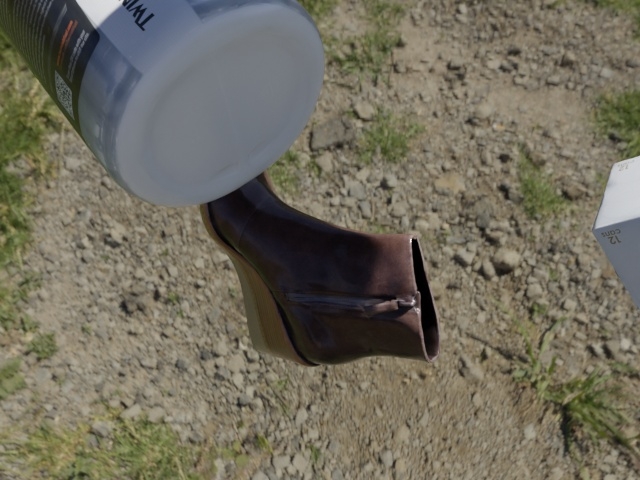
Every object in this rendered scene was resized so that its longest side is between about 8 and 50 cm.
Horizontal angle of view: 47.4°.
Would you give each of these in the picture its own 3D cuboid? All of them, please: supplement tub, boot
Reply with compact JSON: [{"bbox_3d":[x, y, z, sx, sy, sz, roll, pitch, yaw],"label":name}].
[{"bbox_3d":[-0.158,-0.193,0.605,0.194,0.193,0.316,-34,63,-16],"label":"supplement tub"},{"bbox_3d":[0.000,0.000,0.681,0.207,0.248,0.090,-6,14,36],"label":"boot"}]

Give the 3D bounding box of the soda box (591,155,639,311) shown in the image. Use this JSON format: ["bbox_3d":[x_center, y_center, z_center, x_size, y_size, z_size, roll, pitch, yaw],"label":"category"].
[{"bbox_3d":[0.258,-0.026,0.368,0.069,0.216,0.074,53,46,-18],"label":"soda box"}]
